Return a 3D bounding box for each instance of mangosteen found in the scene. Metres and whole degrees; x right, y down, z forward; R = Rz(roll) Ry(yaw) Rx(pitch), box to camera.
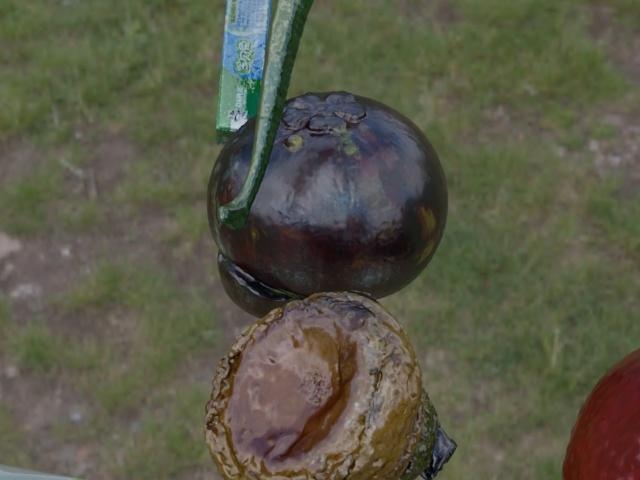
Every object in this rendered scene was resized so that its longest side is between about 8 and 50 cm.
[{"bbox_3d":[0.000,0.000,1.393,0.231,0.289,0.231,9,22,-4],"label":"mangosteen"}]

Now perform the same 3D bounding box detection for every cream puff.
[{"bbox_3d":[0.026,0.145,1.140,0.183,0.169,0.183,-19,55,29],"label":"cream puff"}]

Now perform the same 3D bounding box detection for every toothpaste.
[{"bbox_3d":[-0.076,-0.234,1.539,0.050,0.065,0.266,5,78,-5],"label":"toothpaste"}]

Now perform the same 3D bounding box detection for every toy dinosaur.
[{"bbox_3d":[0.020,-0.242,1.261,0.087,0.300,0.447,9,38,39],"label":"toy dinosaur"}]

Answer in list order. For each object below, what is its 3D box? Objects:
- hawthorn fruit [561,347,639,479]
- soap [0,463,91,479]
[{"bbox_3d":[0.305,0.153,0.866,0.307,0.265,0.265,-28,34,20],"label":"hawthorn fruit"},{"bbox_3d":[-0.206,0.234,0.831,0.182,0.199,0.138,6,33,33],"label":"soap"}]
